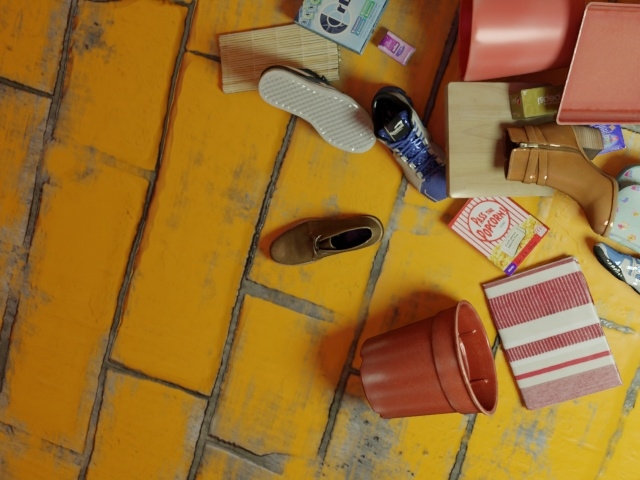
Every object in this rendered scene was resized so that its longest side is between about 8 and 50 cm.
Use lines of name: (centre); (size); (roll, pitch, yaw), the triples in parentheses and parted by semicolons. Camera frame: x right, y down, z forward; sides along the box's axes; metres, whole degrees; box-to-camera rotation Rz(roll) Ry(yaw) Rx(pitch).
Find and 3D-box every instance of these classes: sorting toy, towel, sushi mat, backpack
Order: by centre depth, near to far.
backpack: (0.713, -0.076, 1.794); (0.165, 0.144, 0.188); (29, 101, 16)
sorting toy: (0.397, -0.227, 1.845); (0.257, 0.089, 0.256); (-2, 93, -14)
towel: (0.554, 0.225, 1.930); (0.237, 0.037, 0.329); (-20, 90, 19)
sushi mat: (-0.104, -0.463, 2.030); (0.316, 0.019, 0.152); (-4, 95, 16)

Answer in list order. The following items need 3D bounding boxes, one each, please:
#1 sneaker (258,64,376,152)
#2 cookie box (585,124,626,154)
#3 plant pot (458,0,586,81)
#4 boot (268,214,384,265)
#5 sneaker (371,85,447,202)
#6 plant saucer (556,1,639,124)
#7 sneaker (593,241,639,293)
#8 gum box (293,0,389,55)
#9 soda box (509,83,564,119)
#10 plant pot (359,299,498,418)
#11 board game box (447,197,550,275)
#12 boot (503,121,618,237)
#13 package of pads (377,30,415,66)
sneaker: (-0.002, -0.336, 1.973); (0.321, 0.127, 0.126); (30, 111, -16)
cookie box: (0.640, -0.252, 1.841); (0.091, 0.040, 0.107); (-15, 93, 17)
plant pot: (0.436, -0.481, 1.766); (0.243, 0.275, 0.275); (2, 98, 3)
boot: (0.000, 0.000, 2.011); (0.305, 0.115, 0.112); (-14, 95, 18)
sneaker: (0.206, -0.225, 1.890); (0.127, 0.182, 0.316); (-35, 87, 18)
plant saucer: (0.630, -0.375, 1.707); (0.258, 0.048, 0.259); (-3, 119, -17)
sneaker: (0.720, 0.064, 1.848); (0.211, 0.080, 0.081); (36, 98, -2)
gum box: (0.052, -0.559, 1.950); (0.184, 0.041, 0.157); (27, 93, 10)
soda box: (0.518, -0.313, 1.794); (0.181, 0.058, 0.061); (-10, 94, -13)
plant pot: (0.251, 0.305, 1.917); (0.265, 0.272, 0.273); (-17, 92, 24)
board game box: (0.425, -0.032, 1.926); (0.193, 0.045, 0.147); (39, 105, 8)
boot: (0.514, -0.137, 1.740); (0.220, 0.109, 0.284); (1, 68, -7)
package of pads: (0.185, -0.464, 1.944); (0.083, 0.032, 0.050); (37, 102, 8)
